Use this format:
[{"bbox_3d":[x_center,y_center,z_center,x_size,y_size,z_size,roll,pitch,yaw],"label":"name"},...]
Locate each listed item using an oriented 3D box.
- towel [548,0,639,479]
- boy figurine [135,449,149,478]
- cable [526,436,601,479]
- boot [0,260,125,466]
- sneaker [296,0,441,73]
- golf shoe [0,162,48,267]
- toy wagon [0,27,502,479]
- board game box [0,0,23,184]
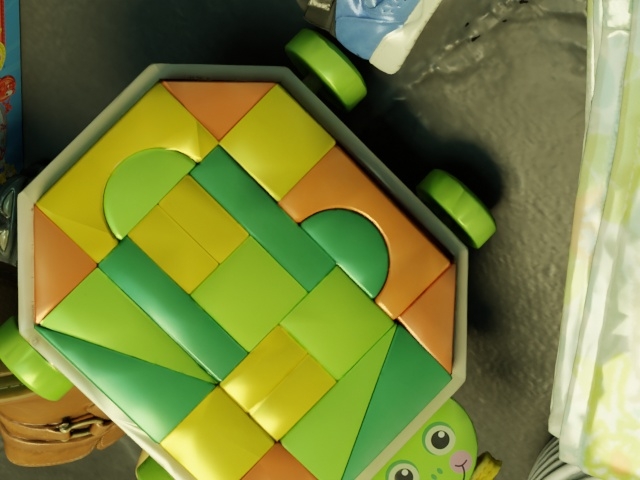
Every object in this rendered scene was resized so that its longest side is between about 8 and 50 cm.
[{"bbox_3d":[0.300,0.005,0.545,0.375,0.090,0.320,12,114,25],"label":"towel"},{"bbox_3d":[-0.053,0.174,0.872,0.177,0.092,0.285,4,132,-6],"label":"boy figurine"},{"bbox_3d":[0.257,0.213,0.748,0.257,0.089,0.257,48,130,-10],"label":"cable"},{"bbox_3d":[-0.214,0.098,0.815,0.109,0.283,0.220,59,143,19],"label":"boot"},{"bbox_3d":[0.037,-0.166,0.618,0.085,0.058,0.152,29,138,-4],"label":"sneaker"},{"bbox_3d":[-0.207,0.039,0.879,0.094,0.077,0.198,22,131,13],"label":"golf shoe"},{"bbox_3d":[-0.014,0.053,0.687,0.267,0.068,0.344,-45,98,-3],"label":"toy wagon"},{"bbox_3d":[-0.366,-0.166,0.811,0.308,0.086,0.302,21,130,13],"label":"board game box"}]
